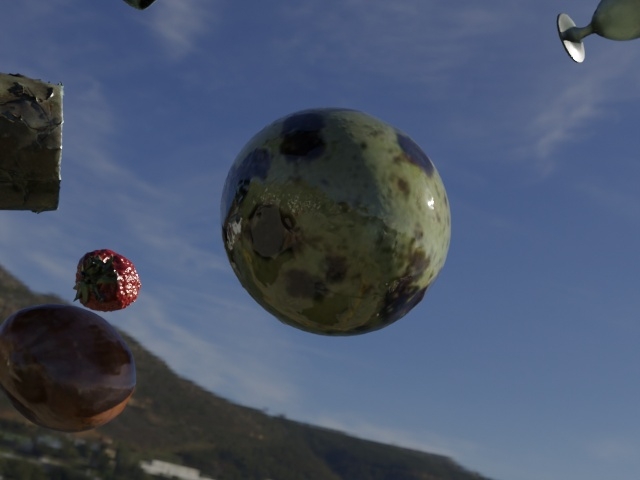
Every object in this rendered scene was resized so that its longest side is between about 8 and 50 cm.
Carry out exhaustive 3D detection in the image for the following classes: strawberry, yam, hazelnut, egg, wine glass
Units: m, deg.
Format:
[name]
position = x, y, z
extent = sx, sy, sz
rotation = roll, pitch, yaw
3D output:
[strawberry]
position = -0.422, 0.081, 1.971
extent = 0.131, 0.131, 0.148
rotation = 12, -8, 3
[yam]
position = -0.560, -0.149, 1.514
extent = 0.348, 0.241, 0.241
rotation = 2, -13, -22
[hazelnut]
position = -0.374, 0.182, 1.433
extent = 0.214, 0.176, 0.214
rotation = 26, -1, 0
[egg]
position = 0.015, -0.038, 1.537
extent = 0.345, 0.345, 0.428
rotation = 21, 16, -24
[wine glass]
position = 0.482, -0.358, 1.564
extent = 0.202, 0.093, 0.093
rotation = -21, -35, 35

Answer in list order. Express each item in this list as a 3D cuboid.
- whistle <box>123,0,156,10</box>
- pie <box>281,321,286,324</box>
[whistle]
position = -0.213, -0.546, 1.470
extent = 0.168, 0.188, 0.404
rotation = 35, -47, 28
[pie]
position = 0.000, 0.000, 1.849
extent = 0.337, 0.337, 0.075
rotation = -6, -26, 45
